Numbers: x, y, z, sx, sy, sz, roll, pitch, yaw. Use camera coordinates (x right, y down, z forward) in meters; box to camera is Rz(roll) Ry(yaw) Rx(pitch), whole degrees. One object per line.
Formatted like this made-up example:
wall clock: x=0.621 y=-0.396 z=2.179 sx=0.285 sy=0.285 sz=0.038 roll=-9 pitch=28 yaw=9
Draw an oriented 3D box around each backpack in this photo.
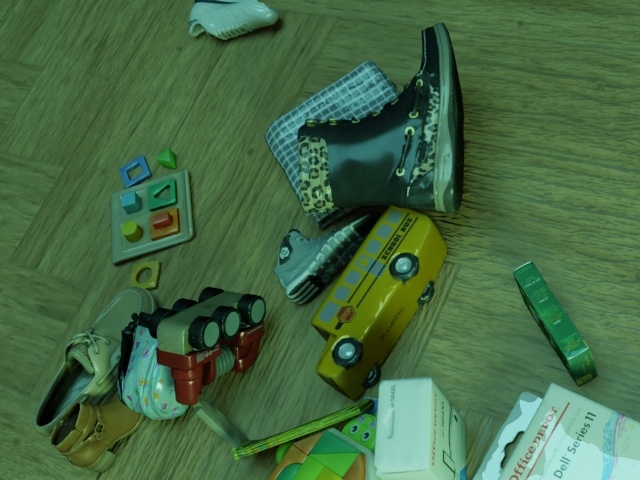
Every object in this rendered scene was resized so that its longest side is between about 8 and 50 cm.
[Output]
backpack: x=-0.292 y=0.233 z=1.884 sx=0.115 sy=0.152 sz=0.181 roll=5 pitch=76 yaw=44

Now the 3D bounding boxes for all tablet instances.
tablet: x=0.105 y=0.297 z=1.741 sx=0.083 sy=0.006 sz=0.054 roll=9 pitch=65 yaw=29

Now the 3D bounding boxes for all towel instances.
towel: x=-0.030 y=0.313 z=1.737 sx=0.237 sy=0.102 sz=0.021 roll=-22 pitch=86 yaw=14
towel: x=0.054 y=-0.191 z=1.990 sx=0.284 sy=0.121 sz=0.235 roll=-33 pitch=53 yaw=4

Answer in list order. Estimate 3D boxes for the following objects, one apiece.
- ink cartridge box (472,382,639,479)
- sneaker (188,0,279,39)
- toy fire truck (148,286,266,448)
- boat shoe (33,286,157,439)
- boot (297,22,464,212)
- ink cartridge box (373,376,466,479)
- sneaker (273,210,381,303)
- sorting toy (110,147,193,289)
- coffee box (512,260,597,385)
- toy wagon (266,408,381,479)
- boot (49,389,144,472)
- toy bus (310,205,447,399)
ink cartridge box: x=0.390 y=0.351 z=1.501 sx=0.354 sy=0.119 sz=0.207 roll=23 pitch=74 yaw=34
sneaker: x=-0.196 y=-0.495 z=2.328 sx=0.235 sy=0.090 sz=0.094 roll=12 pitch=79 yaw=35
toy fire truck: x=-0.179 y=0.229 z=1.832 sx=0.159 sy=0.217 sz=0.246 roll=8 pitch=107 yaw=29
boat shoe: x=-0.426 y=0.228 z=1.969 sx=0.122 sy=0.110 sz=0.341 roll=13 pitch=68 yaw=31
boot: x=0.110 y=-0.212 z=1.846 sx=0.284 sy=0.138 sz=0.377 roll=-5 pitch=66 yaw=15
ink cartridge box: x=0.157 y=0.315 z=1.580 sx=0.086 sy=0.203 sz=0.148 roll=-7 pitch=59 yaw=21
sneaker: x=0.000 y=0.000 z=1.924 sx=0.229 sy=0.086 sz=0.132 roll=-41 pitch=50 yaw=-1
sorting toy: x=-0.360 y=-0.056 z=2.151 sx=0.196 sy=0.047 sz=0.347 roll=-19 pitch=55 yaw=14
coffee box: x=0.374 y=0.133 z=1.648 sx=0.040 sy=0.113 sz=0.184 roll=-29 pitch=52 yaw=3
toy wagon: x=0.003 y=0.398 z=1.637 sx=0.344 sy=0.068 sz=0.267 roll=-54 pitch=34 yaw=-12
boot: x=-0.400 y=0.317 z=1.877 sx=0.073 sy=0.152 sz=0.197 roll=10 pitch=66 yaw=30
toy bus: x=0.095 y=0.104 z=1.799 sx=0.130 sy=0.108 sz=0.332 roll=25 pitch=74 yaw=34
